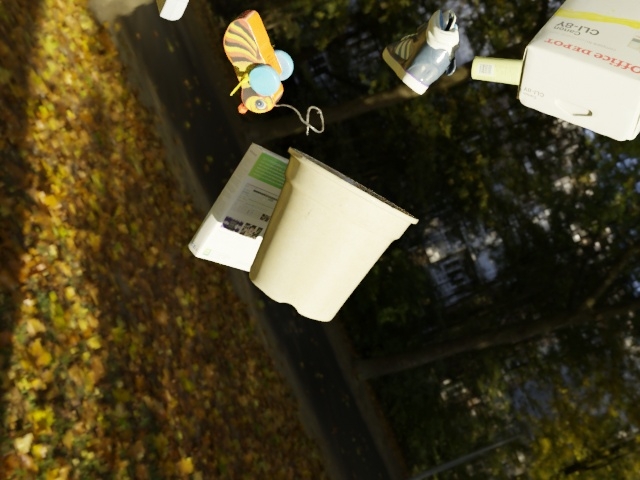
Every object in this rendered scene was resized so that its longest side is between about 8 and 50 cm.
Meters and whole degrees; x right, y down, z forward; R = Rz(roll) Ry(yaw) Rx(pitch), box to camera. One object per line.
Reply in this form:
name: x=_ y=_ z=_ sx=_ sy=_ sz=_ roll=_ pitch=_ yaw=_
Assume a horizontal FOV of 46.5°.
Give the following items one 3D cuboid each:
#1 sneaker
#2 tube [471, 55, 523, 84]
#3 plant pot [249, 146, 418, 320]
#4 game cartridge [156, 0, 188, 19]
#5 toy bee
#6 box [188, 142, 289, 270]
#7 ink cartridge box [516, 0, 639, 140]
sneaker: x=0.317 y=-0.586 z=2.217 sx=0.130 sy=0.236 sz=0.322 roll=30 pitch=22 yaw=-22
tube: x=0.526 y=-0.447 z=1.985 sx=0.070 sy=0.240 sz=0.062 roll=13 pitch=89 yaw=-67
plant pot: x=0.000 y=0.000 z=1.694 sx=0.334 sy=0.305 sz=0.334 roll=30 pitch=7 yaw=-4
game cartridge: x=-0.316 y=-0.674 z=1.732 sx=0.294 sy=0.060 sz=0.196 roll=-60 pitch=-150 yaw=33
toy bee: x=-0.143 y=-0.349 z=1.667 sx=0.195 sy=0.162 sz=0.298 roll=-31 pitch=103 yaw=-54
box: x=-0.169 y=-0.075 z=1.939 sx=0.232 sy=0.322 sz=0.058 roll=21 pitch=18 yaw=-49
ink cartridge box: x=0.663 y=-0.433 z=1.682 sx=0.279 sy=0.384 sz=0.160 roll=27 pitch=-32 yaw=26
